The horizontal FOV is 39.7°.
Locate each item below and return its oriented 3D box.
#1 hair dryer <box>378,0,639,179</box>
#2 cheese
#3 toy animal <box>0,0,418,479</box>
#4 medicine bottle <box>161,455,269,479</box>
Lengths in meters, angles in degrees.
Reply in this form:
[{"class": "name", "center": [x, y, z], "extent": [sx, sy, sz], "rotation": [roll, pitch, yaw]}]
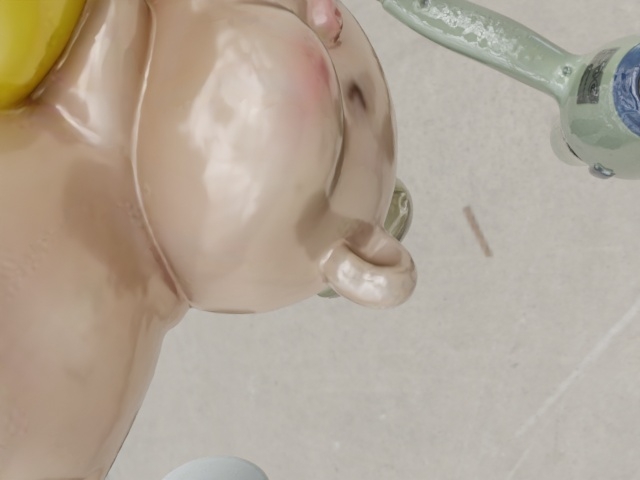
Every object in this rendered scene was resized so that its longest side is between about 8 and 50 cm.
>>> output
[{"class": "hair dryer", "center": [0.193, -0.132, 0.764], "extent": [0.298, 0.296, 0.119], "rotation": [29, 91, 24]}, {"class": "cheese", "center": [0.000, 0.000, 0.985], "extent": [0.082, 0.163, 0.286], "rotation": [47, 159, -10]}, {"class": "toy animal", "center": [-0.069, -0.049, 0.432], "extent": [0.277, 0.246, 0.345], "rotation": [92, -174, -51]}, {"class": "medicine bottle", "center": [-0.156, 0.511, 1.366], "extent": [0.190, 0.190, 0.332], "rotation": [33, 133, 46]}]
